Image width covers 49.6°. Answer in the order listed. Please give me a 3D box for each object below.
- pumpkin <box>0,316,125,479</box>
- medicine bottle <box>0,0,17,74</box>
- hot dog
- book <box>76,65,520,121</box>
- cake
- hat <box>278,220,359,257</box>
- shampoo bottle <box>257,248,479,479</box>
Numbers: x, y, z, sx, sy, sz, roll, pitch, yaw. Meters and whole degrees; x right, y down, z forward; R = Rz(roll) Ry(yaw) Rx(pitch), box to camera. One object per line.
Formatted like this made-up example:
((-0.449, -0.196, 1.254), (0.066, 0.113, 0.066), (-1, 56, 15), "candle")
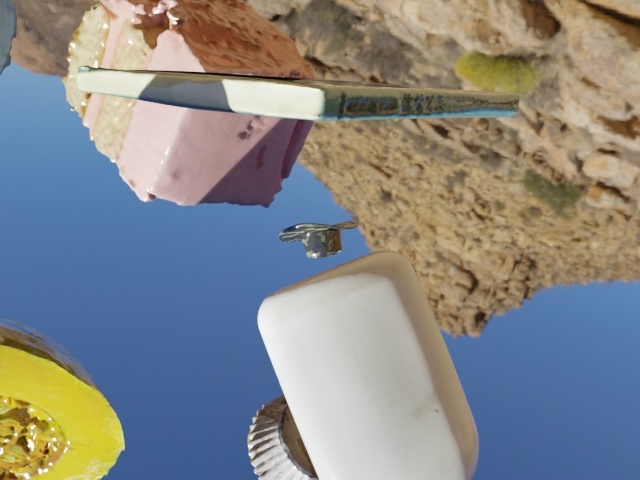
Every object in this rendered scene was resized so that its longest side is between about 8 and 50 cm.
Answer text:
((-0.261, 0.120, 0.533), (0.217, 0.217, 0.110), (6, -146, -18), "pumpkin")
((-0.423, -0.228, 0.590), (0.290, 0.245, 0.245), (33, -155, 32), "medicine bottle")
((0.023, 0.198, 0.743), (0.252, 0.069, 0.131), (-10, -124, -50), "hot dog")
((0.003, -0.140, 0.666), (0.264, 0.031, 0.379), (12, -165, 32), "book")
((-0.208, -0.244, 1.138), (0.314, 0.293, 0.307), (-7, -132, -45), "cake")
((0.000, 0.000, 1.015), (0.121, 0.050, 0.121), (-10, 175, -1), "hat")
((0.044, 0.122, 0.442), (0.108, 0.221, 0.051), (-22, 180, 0), "shampoo bottle")
